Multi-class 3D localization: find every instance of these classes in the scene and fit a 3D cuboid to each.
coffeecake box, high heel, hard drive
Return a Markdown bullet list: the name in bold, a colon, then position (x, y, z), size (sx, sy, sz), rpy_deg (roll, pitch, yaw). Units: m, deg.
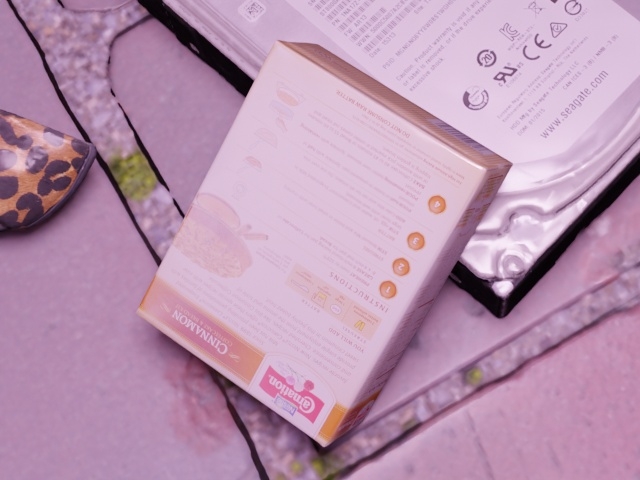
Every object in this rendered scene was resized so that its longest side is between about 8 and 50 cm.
- **coffeecake box**: position (0.000, 0.000, 0.769), size (0.142, 0.068, 0.185), rpy_deg (34, 106, 15)
- **high heel**: position (-0.257, -0.121, 0.852), size (0.186, 0.093, 0.261), rpy_deg (-18, 88, 7)
- **hard drive**: position (0.068, -0.148, 0.851), size (0.339, 0.064, 0.237), rpy_deg (43, 81, 17)
